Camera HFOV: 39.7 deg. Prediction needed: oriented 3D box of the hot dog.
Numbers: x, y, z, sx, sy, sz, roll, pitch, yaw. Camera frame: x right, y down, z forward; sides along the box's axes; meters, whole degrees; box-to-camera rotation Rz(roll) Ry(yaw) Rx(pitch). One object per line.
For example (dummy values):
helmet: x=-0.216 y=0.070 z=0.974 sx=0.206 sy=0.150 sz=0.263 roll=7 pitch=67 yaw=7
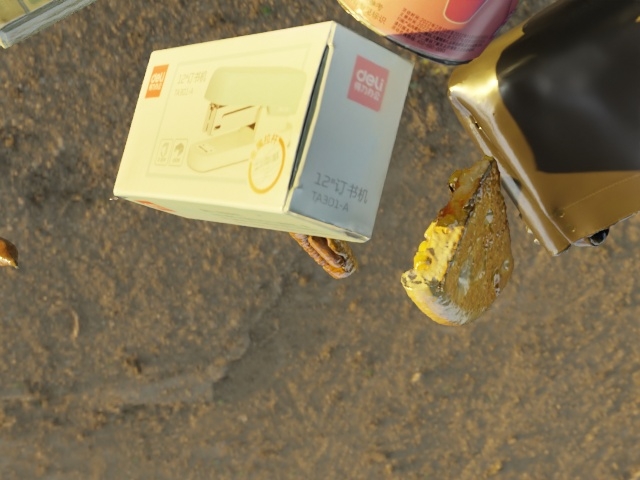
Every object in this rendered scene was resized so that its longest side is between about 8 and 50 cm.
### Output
hot dog: x=0.000 y=0.001 z=0.907 sx=0.044 sy=0.028 sz=0.137 roll=-24 pitch=139 yaw=16

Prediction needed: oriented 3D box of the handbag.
handbag: x=0.297 y=-0.130 z=0.900 sx=0.285 sy=0.257 sz=0.113 roll=-24 pitch=-177 yaw=36

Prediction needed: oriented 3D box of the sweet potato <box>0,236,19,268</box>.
sweet potato: x=-0.569 y=0.029 z=1.608 sx=0.049 sy=0.117 sz=0.049 roll=-17 pitch=120 yaw=-32

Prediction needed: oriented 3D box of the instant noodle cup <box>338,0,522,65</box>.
instant noodle cup: x=0.130 y=-0.297 z=0.755 sx=0.243 sy=0.244 sz=0.255 roll=9 pitch=129 yaw=-29

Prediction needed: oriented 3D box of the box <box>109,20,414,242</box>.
box: x=-0.057 y=-0.078 z=0.671 sx=0.079 sy=0.269 sz=0.135 roll=19 pitch=84 yaw=-37

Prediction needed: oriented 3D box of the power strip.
power strip: x=-0.343 y=-0.354 z=1.204 sx=0.272 sy=0.078 sz=0.052 roll=-34 pitch=168 yaw=-15

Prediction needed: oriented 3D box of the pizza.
pizza: x=0.109 y=0.001 z=0.674 sx=0.178 sy=0.041 sz=0.131 roll=-24 pitch=119 yaw=-55
